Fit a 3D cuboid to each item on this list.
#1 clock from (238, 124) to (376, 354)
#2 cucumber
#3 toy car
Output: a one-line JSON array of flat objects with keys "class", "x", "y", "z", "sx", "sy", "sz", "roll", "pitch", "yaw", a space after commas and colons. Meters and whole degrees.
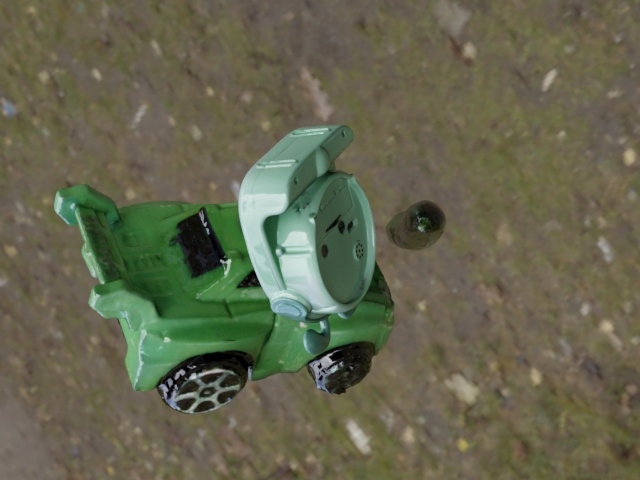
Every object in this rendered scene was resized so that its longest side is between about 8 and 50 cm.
[{"class": "clock", "x": -0.001, "y": 0.000, "z": 1.146, "sx": 0.060, "sy": 0.148, "sz": 0.188, "roll": -2, "pitch": 119, "yaw": 28}, {"class": "cucumber", "x": 0.113, "y": -0.015, "z": 1.522, "sx": 0.056, "sy": 0.056, "sz": 0.284, "roll": 55, "pitch": 176, "yaw": 0}, {"class": "toy car", "x": -0.091, "y": 0.041, "z": 1.314, "sx": 0.213, "sy": 0.358, "sz": 0.176, "roll": 64, "pitch": 146, "yaw": 37}]
